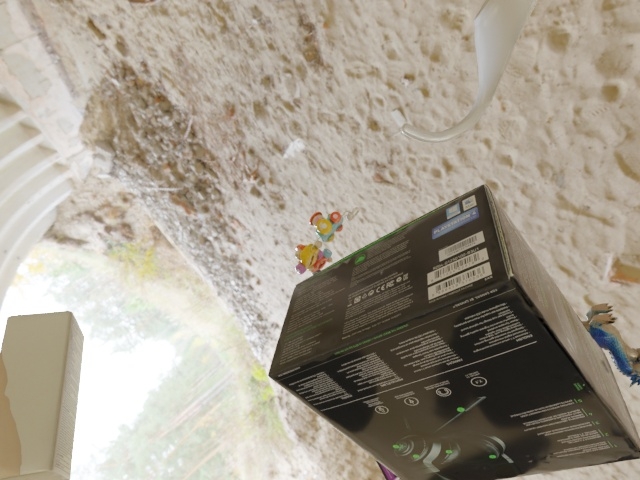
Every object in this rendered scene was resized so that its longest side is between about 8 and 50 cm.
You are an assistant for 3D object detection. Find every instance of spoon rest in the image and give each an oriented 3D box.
[{"bbox_3d":[0.219,-0.243,0.566,0.084,0.276,0.137,34,-160,-3],"label":"spoon rest"}]

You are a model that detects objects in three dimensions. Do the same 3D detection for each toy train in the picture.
[{"bbox_3d":[0.000,0.000,0.767,0.046,0.125,0.166,39,120,17],"label":"toy train"}]

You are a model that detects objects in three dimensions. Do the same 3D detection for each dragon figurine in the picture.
[{"bbox_3d":[0.482,0.201,0.808,0.289,0.085,0.144,-7,104,26],"label":"dragon figurine"}]

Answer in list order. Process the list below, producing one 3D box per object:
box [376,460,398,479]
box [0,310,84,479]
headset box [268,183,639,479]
[{"bbox_3d":[0.136,0.329,0.741,0.116,0.029,0.162,56,131,36],"label":"box"},{"bbox_3d":[-0.565,0.313,0.850,0.148,0.121,0.311,110,152,-51],"label":"box"},{"bbox_3d":[0.138,0.130,0.442,0.246,0.131,0.283,-31,116,31],"label":"headset box"}]
